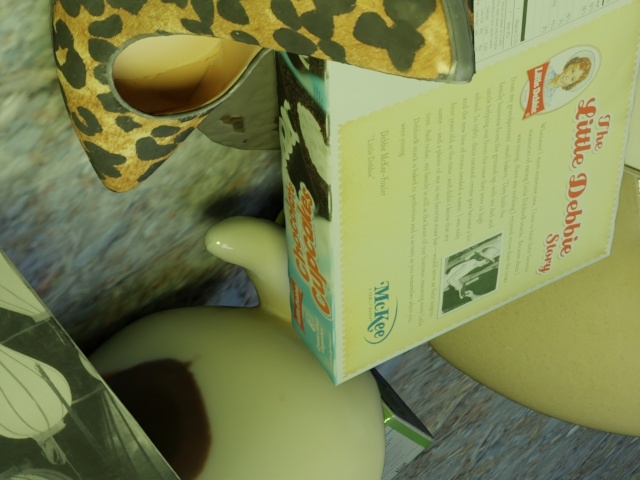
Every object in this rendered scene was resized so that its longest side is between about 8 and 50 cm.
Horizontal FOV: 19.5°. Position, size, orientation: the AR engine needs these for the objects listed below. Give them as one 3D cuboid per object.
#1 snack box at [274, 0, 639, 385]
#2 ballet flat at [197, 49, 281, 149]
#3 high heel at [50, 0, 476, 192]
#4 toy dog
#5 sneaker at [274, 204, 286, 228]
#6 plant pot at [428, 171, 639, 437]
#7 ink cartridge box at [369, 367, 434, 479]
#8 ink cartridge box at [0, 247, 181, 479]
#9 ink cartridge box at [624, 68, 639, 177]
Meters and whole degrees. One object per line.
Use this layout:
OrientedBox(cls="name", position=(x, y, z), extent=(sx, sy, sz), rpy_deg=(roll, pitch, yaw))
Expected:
OrientedBox(cls="snack box", position=(0.072, -0.073, 0.942), extent=(0.187, 0.060, 0.322), rpy_deg=(-24, 144, -17))
OrientedBox(cls="ballet flat", position=(-0.009, -0.085, 0.990), extent=(0.084, 0.058, 0.250), rpy_deg=(-31, 160, 20))
OrientedBox(cls="high heel", position=(-0.030, -0.062, 0.768), extent=(0.093, 0.186, 0.261), rpy_deg=(-14, 146, -33))
OrientedBox(cls="toy dog", position=(-0.131, 0.205, 1.039), extent=(0.408, 0.284, 0.395), rpy_deg=(-18, 137, -49))
OrientedBox(cls="sneaker", position=(0.000, 0.000, 1.184), extent=(0.082, 0.069, 0.209), rpy_deg=(-1, 158, -12))
OrientedBox(cls="plant pot", position=(0.164, 0.004, 1.245), extent=(0.191, 0.284, 0.284), rpy_deg=(-11, 173, 25))
OrientedBox(cls="ink cartridge box", position=(0.008, 0.114, 1.354), extent=(0.062, 0.109, 0.209), rpy_deg=(-43, 160, 3))
OrientedBox(cls="ink cartridge box", position=(-0.136, 0.135, 0.778), extent=(0.165, 0.333, 0.065), rpy_deg=(-27, 159, -39))
OrientedBox(cls="ink cartridge box", position=(0.272, -0.212, 1.040), extent=(0.176, 0.069, 0.371), rpy_deg=(-16, 125, -56))
